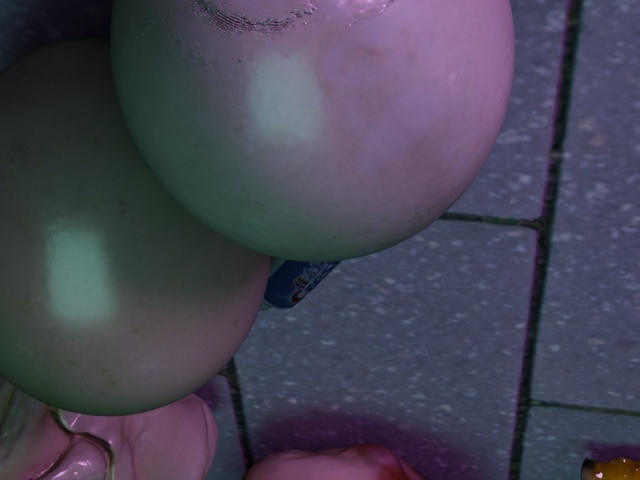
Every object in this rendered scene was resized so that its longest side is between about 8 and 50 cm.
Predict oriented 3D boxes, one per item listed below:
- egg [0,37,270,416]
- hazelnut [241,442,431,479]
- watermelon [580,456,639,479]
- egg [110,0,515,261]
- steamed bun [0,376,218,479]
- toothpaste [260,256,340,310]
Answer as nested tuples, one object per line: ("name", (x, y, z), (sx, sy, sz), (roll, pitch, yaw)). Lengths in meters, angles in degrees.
("egg", (-0.121, -0.008, 0.958), (0.188, 0.188, 0.253), (7, 144, 3))
("hazelnut", (0.023, 0.283, 1.396), (0.261, 0.241, 0.261), (9, 121, 14))
("watermelon", (0.351, 0.230, 1.323), (0.301, 0.123, 0.129), (3, 127, 7))
("egg", (-0.003, -0.086, 0.797), (0.186, 0.186, 0.253), (4, 162, 9))
("steamed bun", (-0.252, 0.175, 1.279), (0.276, 0.203, 0.289), (-17, 139, 37))
("toothpaste", (0.000, 0.000, 1.090), (0.057, 0.035, 0.197), (6, 151, -26))
